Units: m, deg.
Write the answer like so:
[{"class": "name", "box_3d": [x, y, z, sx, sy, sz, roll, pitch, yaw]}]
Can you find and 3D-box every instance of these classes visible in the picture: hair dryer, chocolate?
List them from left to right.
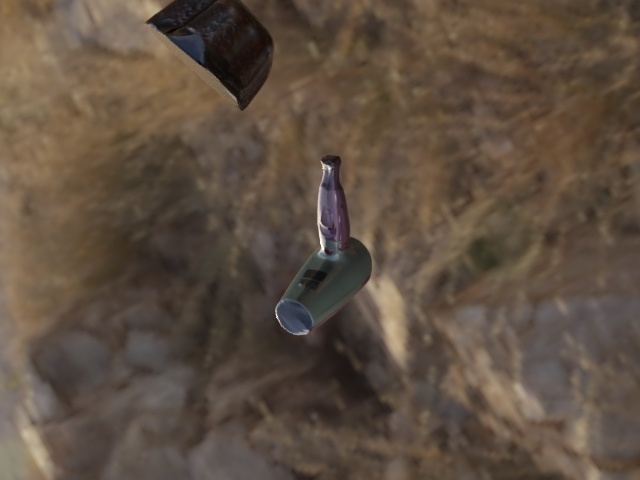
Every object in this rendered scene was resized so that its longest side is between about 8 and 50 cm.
[{"class": "chocolate", "box_3d": [-0.087, -0.187, 1.777, 0.125, 0.080, 0.149, 43, 176, -32]}, {"class": "hair dryer", "box_3d": [0.003, -0.005, 1.586, 0.054, 0.106, 0.154, 16, 122, 23]}]
